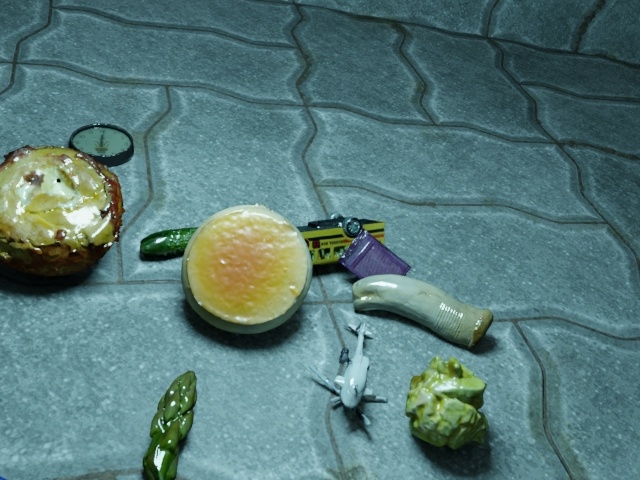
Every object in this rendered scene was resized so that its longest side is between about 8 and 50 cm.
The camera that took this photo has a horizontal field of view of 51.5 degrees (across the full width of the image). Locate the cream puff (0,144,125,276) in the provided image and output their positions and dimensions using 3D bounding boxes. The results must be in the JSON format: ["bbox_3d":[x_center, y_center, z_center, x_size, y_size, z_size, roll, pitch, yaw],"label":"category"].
[{"bbox_3d":[-0.619,-0.063,1.525,0.350,0.229,0.351,6,63,-13],"label":"cream puff"}]

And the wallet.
[{"bbox_3d":[0.139,0.061,1.691,0.166,0.030,0.111,39,78,-6],"label":"wallet"}]

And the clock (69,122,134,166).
[{"bbox_3d":[-0.637,-0.281,1.936,0.184,0.040,0.185,9,39,-7],"label":"clock"}]

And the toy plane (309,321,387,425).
[{"bbox_3d":[0.089,0.268,1.451,0.182,0.107,0.273,32,37,12],"label":"toy plane"}]

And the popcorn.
[{"bbox_3d":[0.261,0.330,1.368,0.167,0.185,0.188,1,66,15],"label":"popcorn"}]

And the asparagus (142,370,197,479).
[{"bbox_3d":[-0.283,0.350,1.254,0.080,0.080,0.287,14,37,-1],"label":"asparagus"}]

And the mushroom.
[{"bbox_3d":[0.246,0.163,1.629,0.351,0.095,0.123,17,80,6],"label":"mushroom"}]

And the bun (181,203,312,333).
[{"bbox_3d":[-0.168,0.067,1.532,0.298,0.165,0.299,1,79,-7],"label":"bun"}]

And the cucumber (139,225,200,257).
[{"bbox_3d":[-0.343,0.000,1.669,0.227,0.069,0.069,-10,45,-31],"label":"cucumber"}]

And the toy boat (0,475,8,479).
[{"bbox_3d":[-0.583,0.426,1.064,0.295,0.088,0.129,19,37,-12],"label":"toy boat"}]

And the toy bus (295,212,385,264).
[{"bbox_3d":[0.000,0.000,1.722,0.335,0.123,0.121,-8,12,-25],"label":"toy bus"}]
